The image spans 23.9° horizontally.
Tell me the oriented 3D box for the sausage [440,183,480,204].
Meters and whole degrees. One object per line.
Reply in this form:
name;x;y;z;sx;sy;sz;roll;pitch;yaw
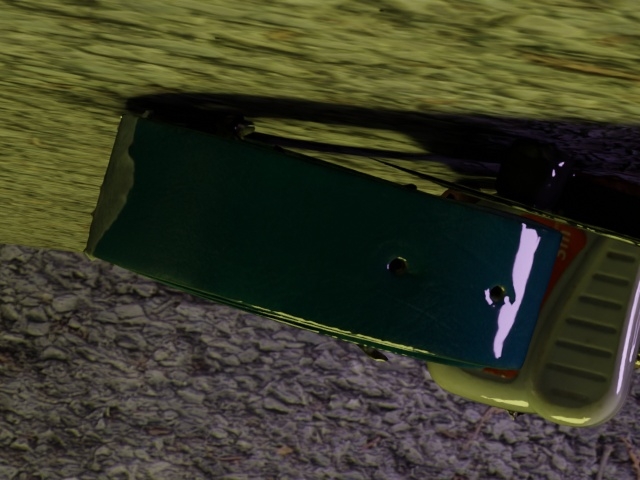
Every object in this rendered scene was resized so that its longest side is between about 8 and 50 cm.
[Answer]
sausage;0.157;-0.046;1.708;0.034;0.034;0.083;7;173;-11

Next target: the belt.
belt;0.001;0.001;1.434;0.437;0.173;0.300;19;-179;-3

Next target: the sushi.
sushi;0.250;-0.042;1.410;0.343;0.064;0.359;18;-177;18

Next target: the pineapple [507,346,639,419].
pineapple;0.339;0.085;1.798;0.262;0.262;0.272;9;168;-31

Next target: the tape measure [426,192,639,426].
tape measure;0.249;0.064;1.653;0.265;0.258;0.130;13;178;19
